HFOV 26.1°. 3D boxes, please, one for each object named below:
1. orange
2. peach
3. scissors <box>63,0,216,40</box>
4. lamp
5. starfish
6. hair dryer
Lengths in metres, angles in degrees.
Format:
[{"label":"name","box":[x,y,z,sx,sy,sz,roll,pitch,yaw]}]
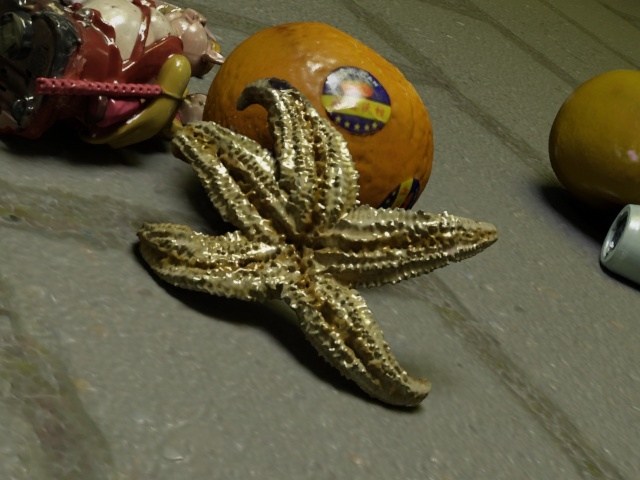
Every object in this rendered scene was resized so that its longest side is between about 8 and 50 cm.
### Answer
[{"label":"orange","box":[-0.003,-0.075,1.008,0.177,0.155,0.178,26,27,-14]},{"label":"peach","box":[0.351,-0.072,1.405,0.251,0.153,0.251,26,11,-5]},{"label":"scissors","box":[-0.195,-0.246,1.383,0.160,0.024,0.317,13,24,-28]},{"label":"lamp","box":[-0.140,-0.126,1.027,0.118,0.118,0.253,39,25,31]},{"label":"starfish","box":[0.000,0.000,0.876,0.071,0.216,0.238,74,-9,-78]},{"label":"hair dryer","box":[0.323,0.058,1.234,0.131,0.073,0.236,23,29,-3]}]
